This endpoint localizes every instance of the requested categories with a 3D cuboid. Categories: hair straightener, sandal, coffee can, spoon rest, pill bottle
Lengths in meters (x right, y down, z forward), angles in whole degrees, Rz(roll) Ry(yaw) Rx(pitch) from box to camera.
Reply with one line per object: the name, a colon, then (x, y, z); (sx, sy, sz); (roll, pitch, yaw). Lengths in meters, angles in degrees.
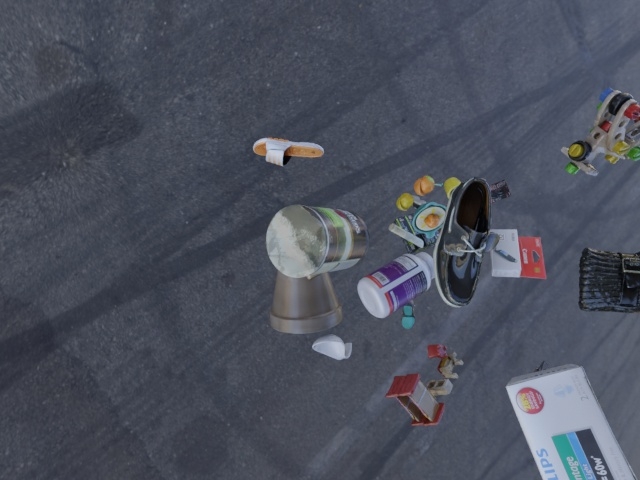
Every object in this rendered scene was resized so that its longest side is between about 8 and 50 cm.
hair straightener: (0.957, 0.596, 1.786); (0.089, 0.047, 0.230); (0, 130, 0)
sandal: (-0.122, -0.316, 1.497); (0.265, 0.102, 0.076); (4, 70, 7)
coffee can: (0.000, 0.000, 1.220); (0.275, 0.201, 0.201); (-3, 103, -60)
spoon rest: (0.067, 0.478, 1.812); (0.276, 0.137, 0.084); (36, 39, -54)
pill bottle: (0.327, 0.174, 1.697); (0.323, 0.181, 0.181); (-27, 113, -20)

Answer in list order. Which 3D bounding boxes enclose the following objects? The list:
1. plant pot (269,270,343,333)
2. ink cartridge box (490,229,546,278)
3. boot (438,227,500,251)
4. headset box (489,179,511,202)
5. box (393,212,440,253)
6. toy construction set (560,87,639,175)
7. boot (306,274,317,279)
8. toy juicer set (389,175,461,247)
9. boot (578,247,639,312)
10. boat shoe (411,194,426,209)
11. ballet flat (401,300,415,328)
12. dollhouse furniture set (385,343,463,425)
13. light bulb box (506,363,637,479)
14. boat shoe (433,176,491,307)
plant pot: (-0.074, 0.217, 1.790); (0.323, 0.323, 0.280); (-11, 101, -30)
ink cartridge box: (1.052, 0.066, 2.184); (0.066, 0.261, 0.296); (72, 26, -45)
boot: (0.617, -0.051, 1.813); (0.264, 0.280, 0.096); (-8, 123, -22)
headset box: (0.633, -0.174, 1.468); (0.062, 0.083, 0.032); (47, 31, -37)
box: (0.482, -0.045, 2.012); (0.184, 0.045, 0.190); (-17, 68, -13)
toy construction set: (0.856, -0.254, 1.156); (0.257, 0.309, 0.237); (-10, 140, -48)
boot: (0.004, 0.017, 1.602); (0.248, 0.090, 0.207); (-25, 75, -12)
toy juicer set: (0.359, -0.086, 1.459); (0.209, 0.089, 0.329); (7, 131, -19)
boot: (0.834, 0.042, 1.069); (0.131, 0.260, 0.348); (52, 55, -39)
boat shoe: (0.363, -0.143, 1.552); (0.046, 0.125, 0.038); (-5, 113, -15)
ballet flat: (0.435, 0.354, 2.013); (0.074, 0.074, 0.203); (-34, 138, -22)
dollhouse furniture set: (0.479, 0.626, 1.853); (0.201, 0.152, 0.374); (51, 48, -8)
light bulb box: (0.769, 0.590, 1.277); (0.361, 0.225, 0.358); (27, 43, -60)
boat shoe: (0.256, 0.003, 0.726); (0.084, 0.079, 0.233); (11, 84, -3)
